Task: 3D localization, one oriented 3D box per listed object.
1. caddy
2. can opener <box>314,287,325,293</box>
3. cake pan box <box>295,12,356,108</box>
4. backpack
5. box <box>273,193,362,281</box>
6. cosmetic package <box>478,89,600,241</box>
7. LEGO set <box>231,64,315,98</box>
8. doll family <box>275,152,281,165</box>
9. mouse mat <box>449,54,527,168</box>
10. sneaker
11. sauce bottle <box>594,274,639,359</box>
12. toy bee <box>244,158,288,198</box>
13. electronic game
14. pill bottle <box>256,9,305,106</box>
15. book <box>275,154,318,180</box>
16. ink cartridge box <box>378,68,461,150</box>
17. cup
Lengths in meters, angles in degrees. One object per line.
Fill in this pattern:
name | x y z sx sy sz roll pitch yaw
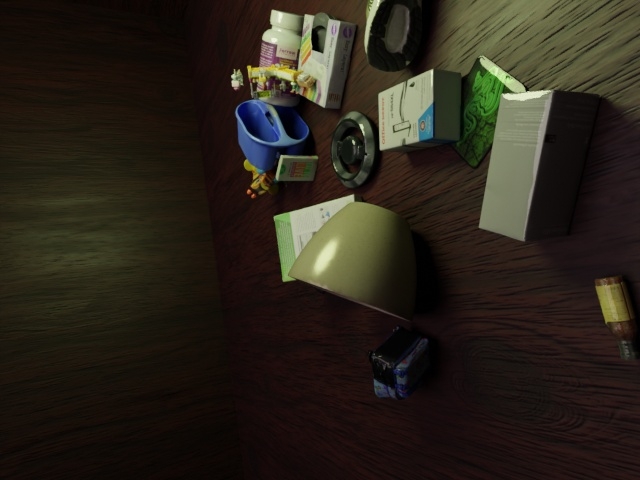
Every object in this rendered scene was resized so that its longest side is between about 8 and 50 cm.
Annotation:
caddy | -0.186 -0.421 1.526 0.179 0.242 0.341 101 148 -45
can opener | -0.024 0.104 1.444 0.186 0.073 0.059 52 152 -4
cake pan box | 0.009 -0.595 1.322 0.245 0.070 0.266 47 135 45
backpack | 0.207 0.333 1.031 0.117 0.158 0.173 15 123 41
box | 0.000 0.000 1.302 0.322 0.059 0.232 -12 83 31
cosmetic package | 0.365 -0.124 0.682 0.107 0.127 0.237 25 118 59
LEGO set | -0.152 -0.530 1.377 0.132 0.287 0.107 -72 -14 -52
doll family | -0.142 -0.324 1.648 0.111 0.076 0.192 106 150 -42
mouse mat | 0.330 -0.268 0.846 0.152 0.007 0.189 62 144 36
sneaker | 0.174 -0.624 0.951 0.182 0.158 0.409 -112 33 -62
sauce bottle | 0.465 0.119 0.625 0.042 0.042 0.128 -24 72 61
toy bee | -0.258 -0.267 1.727 0.195 0.162 0.298 49 -175 -12
electronic game | 0.098 -0.275 1.228 0.229 0.048 0.229 17 110 58
pill bottle | -0.135 -0.661 1.467 0.169 0.170 0.301 50 137 46
book | -0.086 -0.266 1.470 0.035 0.144 0.096 59 143 39
ink cartridge box | 0.226 -0.293 0.942 0.203 0.086 0.148 7 100 64
cup | 0.110 0.040 1.037 0.331 0.331 0.236 5 73 61
